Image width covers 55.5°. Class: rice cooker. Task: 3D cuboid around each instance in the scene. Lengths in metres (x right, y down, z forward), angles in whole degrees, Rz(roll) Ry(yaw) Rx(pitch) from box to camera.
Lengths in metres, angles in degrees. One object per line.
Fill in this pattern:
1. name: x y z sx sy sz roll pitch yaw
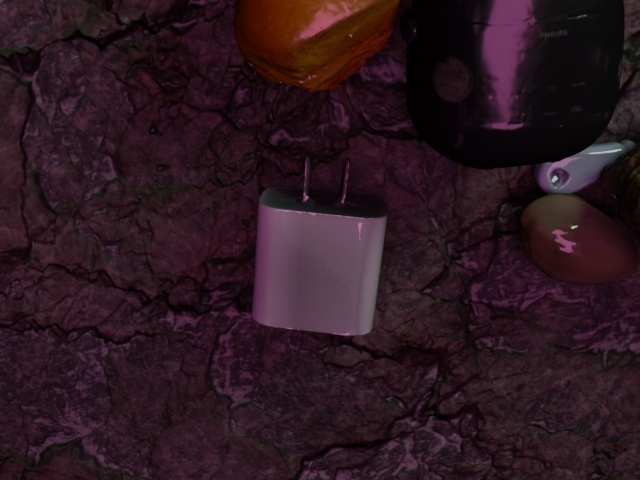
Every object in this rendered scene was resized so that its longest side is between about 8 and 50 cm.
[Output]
1. rice cooker: 0.225 -0.216 0.740 0.267 0.267 0.224 -5 118 6

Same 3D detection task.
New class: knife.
1. knife: 0.475 -0.121 0.869 0.332 0.044 0.080 -12 108 5

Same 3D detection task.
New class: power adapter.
1. power adapter: 0.000 0.000 0.897 0.187 0.124 0.255 6 111 1

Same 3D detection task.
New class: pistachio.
1. pistachio: 0.367 0.001 0.874 0.185 0.124 0.124 14 110 -10

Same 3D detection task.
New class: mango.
1. mango: 0.036 -0.339 0.742 0.199 0.201 0.350 30 102 -32

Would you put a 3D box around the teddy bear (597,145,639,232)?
1. teddy bear: 0.500 -0.032 0.810 0.256 0.156 0.267 43 72 -15
